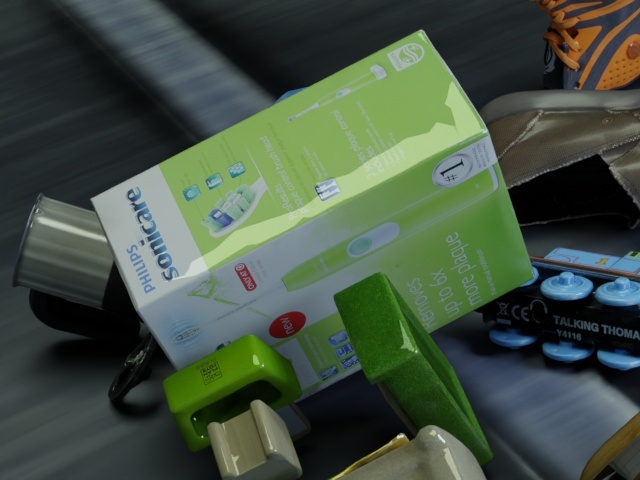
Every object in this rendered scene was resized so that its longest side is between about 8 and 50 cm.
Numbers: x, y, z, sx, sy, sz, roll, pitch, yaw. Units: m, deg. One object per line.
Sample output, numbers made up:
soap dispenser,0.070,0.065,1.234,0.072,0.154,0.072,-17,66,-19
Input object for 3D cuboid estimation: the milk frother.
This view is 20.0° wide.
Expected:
milk frother,-0.191,0.049,1.509,0.135,0.129,0.143,16,23,-2

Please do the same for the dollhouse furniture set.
dollhouse furniture set,0.029,0.203,1.259,0.198,0.151,0.301,-28,47,6

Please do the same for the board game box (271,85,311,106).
board game box,0.028,-0.121,1.873,0.169,0.033,0.133,-13,34,2

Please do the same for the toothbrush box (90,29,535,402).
toothbrush box,0.000,0.000,1.387,0.283,0.206,0.122,-26,53,-1

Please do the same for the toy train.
toy train,0.215,0.050,1.475,0.184,0.080,0.105,9,24,33

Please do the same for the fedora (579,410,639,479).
fedora,0.269,0.138,1.261,0.194,0.194,0.079,-29,72,-32

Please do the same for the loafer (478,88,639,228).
loafer,0.311,-0.063,1.625,0.366,0.134,0.130,-6,51,25

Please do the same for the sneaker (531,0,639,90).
sneaker,0.237,-0.242,1.854,0.321,0.180,0.124,13,26,-16
